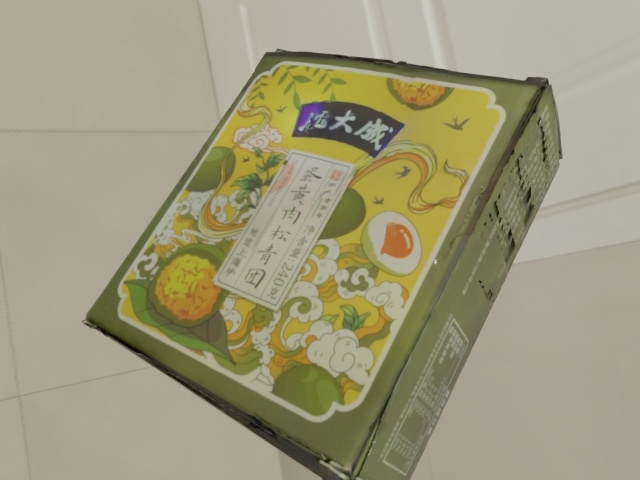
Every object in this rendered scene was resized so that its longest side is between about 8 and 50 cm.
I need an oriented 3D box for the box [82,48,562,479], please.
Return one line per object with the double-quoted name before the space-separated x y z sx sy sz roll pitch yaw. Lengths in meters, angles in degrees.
"box" 0.000 0.000 0.670 0.420 0.373 0.138 -59 142 -16
